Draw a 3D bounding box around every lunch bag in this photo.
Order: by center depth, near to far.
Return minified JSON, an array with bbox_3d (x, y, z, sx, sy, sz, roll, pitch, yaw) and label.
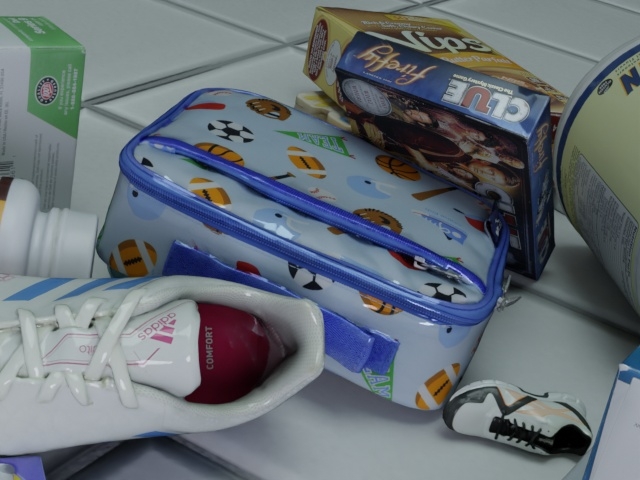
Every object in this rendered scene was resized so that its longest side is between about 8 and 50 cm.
[{"bbox_3d":[0.000,0.000,0.922,0.303,0.115,0.243,23,24,6],"label":"lunch bag"}]

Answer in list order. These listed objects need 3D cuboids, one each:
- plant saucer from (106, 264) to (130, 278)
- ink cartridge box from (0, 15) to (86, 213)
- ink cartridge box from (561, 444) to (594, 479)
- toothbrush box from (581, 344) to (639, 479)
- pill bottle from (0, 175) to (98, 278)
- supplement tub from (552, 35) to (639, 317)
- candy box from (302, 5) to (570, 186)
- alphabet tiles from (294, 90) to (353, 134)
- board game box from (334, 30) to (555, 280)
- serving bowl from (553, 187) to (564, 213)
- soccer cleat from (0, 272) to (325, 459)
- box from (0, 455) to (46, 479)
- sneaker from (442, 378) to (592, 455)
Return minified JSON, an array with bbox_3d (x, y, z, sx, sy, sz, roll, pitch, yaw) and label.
[{"bbox_3d":[-0.106,0.032,0.953,0.119,0.021,0.119,9,26,-5],"label":"plant saucer"},{"bbox_3d":[-0.305,-0.092,0.970,0.212,0.154,0.093,-9,32,-36],"label":"ink cartridge box"},{"bbox_3d":[0.259,0.218,0.672,0.303,0.072,0.307,26,30,25],"label":"ink cartridge box"},{"bbox_3d":[0.294,0.113,0.680,0.216,0.126,0.295,24,28,25],"label":"toothbrush box"},{"bbox_3d":[-0.260,0.009,0.820,0.215,0.117,0.117,7,25,-9],"label":"pill bottle"},{"bbox_3d":[0.344,-0.024,1.011,0.235,0.235,0.325,6,25,-12],"label":"supplement tub"},{"bbox_3d":[0.126,-0.159,1.326,0.183,0.087,0.316,1,27,-26],"label":"candy box"},{"bbox_3d":[0.103,-0.105,1.333,0.278,0.021,0.284,-10,33,-37],"label":"alphabet tiles"},{"bbox_3d":[0.111,-0.063,1.028,0.165,0.243,0.042,22,69,22],"label":"board game box"},{"bbox_3d":[0.278,-0.046,1.275,0.083,0.027,0.083,9,24,-4],"label":"serving bowl"},{"bbox_3d":[-0.150,0.064,0.706,0.331,0.116,0.143,-4,-9,-31],"label":"soccer cleat"},{"bbox_3d":[-0.224,0.156,0.619,0.179,0.043,0.105,-1,27,-22],"label":"box"},{"bbox_3d":[0.137,0.123,0.844,0.109,0.040,0.044,5,28,-13],"label":"sneaker"}]
